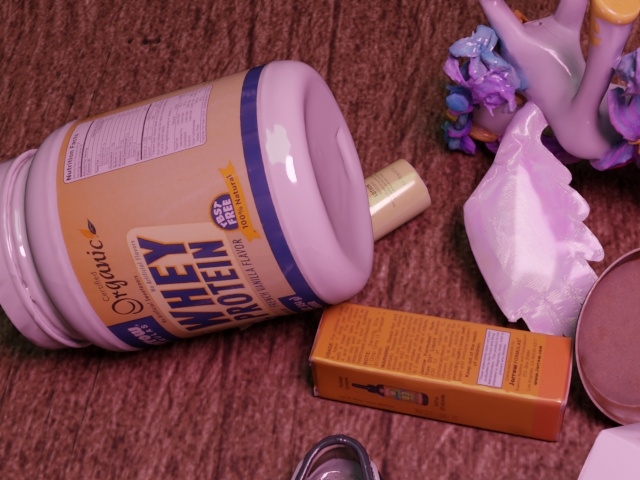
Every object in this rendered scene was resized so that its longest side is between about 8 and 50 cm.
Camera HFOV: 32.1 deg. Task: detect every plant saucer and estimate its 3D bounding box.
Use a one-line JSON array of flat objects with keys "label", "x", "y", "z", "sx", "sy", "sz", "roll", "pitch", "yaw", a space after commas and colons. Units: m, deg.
[{"label": "plant saucer", "x": 0.297, "y": 0.086, "z": 1.010, "sx": 0.168, "sy": 0.168, "sz": 0.029, "roll": -29, "pitch": 15, "yaw": -16}]

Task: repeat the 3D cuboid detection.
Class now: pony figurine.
[{"label": "pony figurine", "x": 0.255, "y": -0.123, "z": 1.074, "sx": 0.303, "sy": 0.363, "sz": 0.351, "roll": -26, "pitch": 70, "yaw": -23}]

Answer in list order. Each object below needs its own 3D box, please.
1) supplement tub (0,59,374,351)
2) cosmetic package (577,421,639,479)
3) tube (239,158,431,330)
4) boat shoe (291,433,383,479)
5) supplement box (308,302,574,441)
[{"label": "supplement tub", "x": -0.129, "y": -0.023, "z": 1.040, "sx": 0.316, "sy": 0.228, "sz": 0.228, "roll": -14, "pitch": 51, "yaw": 16}, {"label": "cosmetic package", "x": 0.391, "y": 0.240, "z": 0.759, "sx": 0.377, "sy": 0.284, "sz": 0.097, "roll": 25, "pitch": 99, "yaw": 33}, {"label": "tube", "x": 0.000, "y": 0.000, "z": 1.145, "sx": 0.240, "sy": 0.062, "sz": 0.070, "roll": -31, "pitch": 12, "yaw": -8}, {"label": "boat shoe", "x": -0.003, "y": 0.302, "z": 0.892, "sx": 0.114, "sy": 0.091, "sz": 0.302, "roll": -1, "pitch": 53, "yaw": 5}, {"label": "supplement box", "x": 0.111, "y": 0.119, "z": 1.030, "sx": 0.233, "sy": 0.078, "sz": 0.080, "roll": 7, "pitch": 54, "yaw": 10}]
